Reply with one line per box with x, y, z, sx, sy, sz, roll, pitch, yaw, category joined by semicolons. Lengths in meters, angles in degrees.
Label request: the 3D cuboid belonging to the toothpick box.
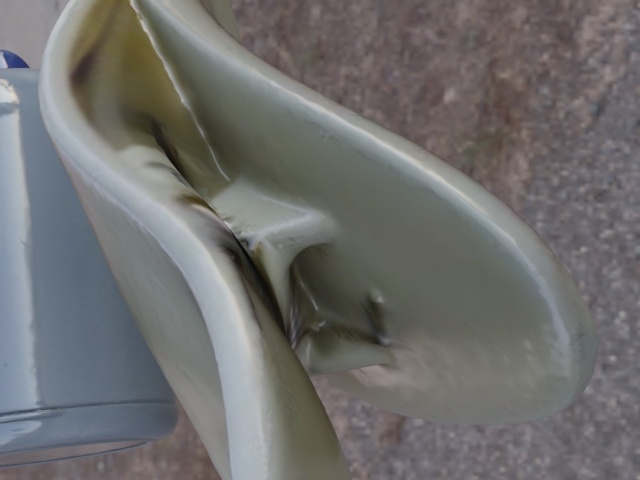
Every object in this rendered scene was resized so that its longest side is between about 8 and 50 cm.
-0.243;0.006;1.211;0.263;0.263;0.354;150;114;-64;toothpick box

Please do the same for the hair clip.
-0.019;0.006;0.458;0.282;0.113;0.172;46;161;55;hair clip
